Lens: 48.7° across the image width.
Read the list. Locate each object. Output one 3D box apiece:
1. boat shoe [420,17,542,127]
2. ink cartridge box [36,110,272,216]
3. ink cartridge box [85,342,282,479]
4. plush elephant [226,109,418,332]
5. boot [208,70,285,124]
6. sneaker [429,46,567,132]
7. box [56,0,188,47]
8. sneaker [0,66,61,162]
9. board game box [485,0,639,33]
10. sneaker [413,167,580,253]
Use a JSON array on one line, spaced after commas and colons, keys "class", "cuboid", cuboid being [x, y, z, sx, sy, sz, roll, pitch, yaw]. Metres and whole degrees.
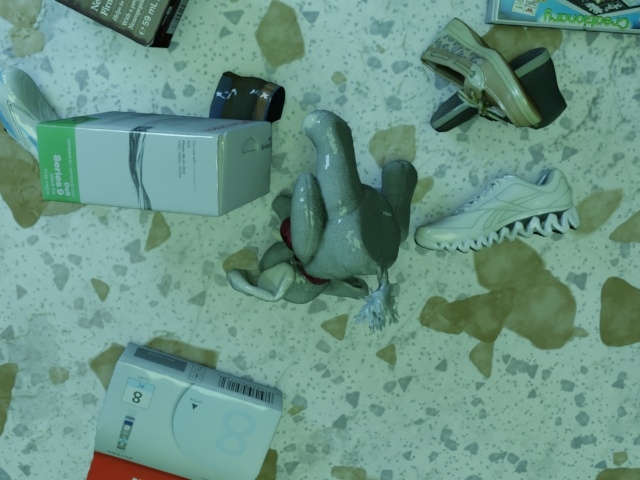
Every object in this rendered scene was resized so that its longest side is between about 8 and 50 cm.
[{"class": "boat shoe", "cuboid": [0.241, -0.241, 1.077, 0.089, 0.285, 0.104, -38, 126, 13]}, {"class": "ink cartridge box", "cuboid": [-0.241, -0.123, 1.073, 0.289, 0.211, 0.122, 6, 106, 16]}, {"class": "ink cartridge box", "cuboid": [-0.275, 0.416, 1.326, 0.308, 0.091, 0.385, 19, 103, -7]}, {"class": "plush elephant", "cuboid": [0.000, 0.000, 1.158, 0.255, 0.271, 0.330, -14, 72, 37]}, {"class": "boot", "cuboid": [-0.139, -0.175, 1.189, 0.106, 0.082, 0.219, 27, 112, 15]}, {"class": "sneaker", "cuboid": [0.300, -0.213, 1.178, 0.222, 0.083, 0.118, -29, 110, 9]}, {"class": "box", "cuboid": [-0.298, -0.407, 1.054, 0.203, 0.167, 0.169, 26, 103, -9]}, {"class": "sneaker", "cuboid": [-0.462, -0.170, 1.167, 0.086, 0.085, 0.237, -19, 111, 30]}, {"class": "board game box", "cuboid": [0.429, -0.437, 1.135, 0.305, 0.053, 0.193, 3, 105, -3]}, {"class": "sneaker", "cuboid": [0.297, -0.050, 1.219, 0.291, 0.110, 0.119, -12, 98, -7]}]
